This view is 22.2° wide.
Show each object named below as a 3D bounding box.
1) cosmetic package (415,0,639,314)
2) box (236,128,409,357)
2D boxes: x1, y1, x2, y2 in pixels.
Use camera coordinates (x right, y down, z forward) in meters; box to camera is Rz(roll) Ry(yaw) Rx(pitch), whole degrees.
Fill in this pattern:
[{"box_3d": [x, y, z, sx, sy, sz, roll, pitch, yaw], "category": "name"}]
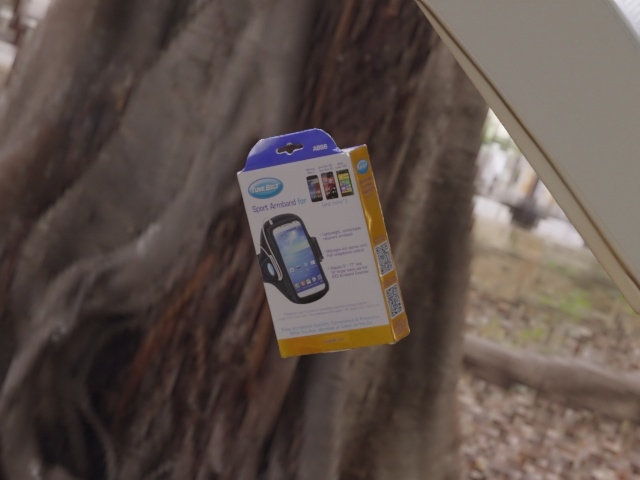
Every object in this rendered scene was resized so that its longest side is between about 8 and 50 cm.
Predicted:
[{"box_3d": [0.186, -0.120, 1.125, 0.309, 0.113, 0.160, 54, 24, 0], "category": "cosmetic package"}, {"box_3d": [0.000, 0.000, 0.997, 0.081, 0.136, 0.028, -9, 7, 28], "category": "box"}]
